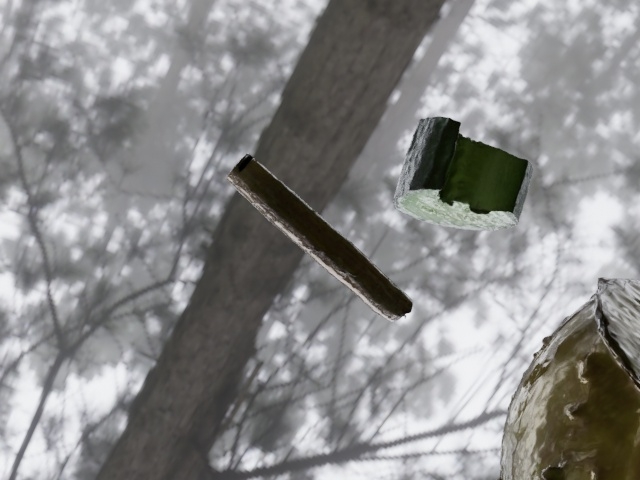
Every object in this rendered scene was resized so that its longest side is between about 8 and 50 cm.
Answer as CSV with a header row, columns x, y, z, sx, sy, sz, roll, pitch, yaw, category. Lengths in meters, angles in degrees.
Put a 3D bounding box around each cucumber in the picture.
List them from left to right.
x,y,z,sx,sy,sz,roll,pitch,yaw,category
0.204,-0.087,1.930,0.191,0.191,0.130,21,-97,-11,cucumber

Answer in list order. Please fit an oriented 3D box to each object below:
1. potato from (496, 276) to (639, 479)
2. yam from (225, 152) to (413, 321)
x,y,z,sx,sy,sz,roll,pitch,yaw,category
0.310,0.270,1.230,0.385,0.319,0.442,43,-160,14,potato
0.000,0.000,1.504,0.264,0.046,0.046,42,-139,-1,yam
